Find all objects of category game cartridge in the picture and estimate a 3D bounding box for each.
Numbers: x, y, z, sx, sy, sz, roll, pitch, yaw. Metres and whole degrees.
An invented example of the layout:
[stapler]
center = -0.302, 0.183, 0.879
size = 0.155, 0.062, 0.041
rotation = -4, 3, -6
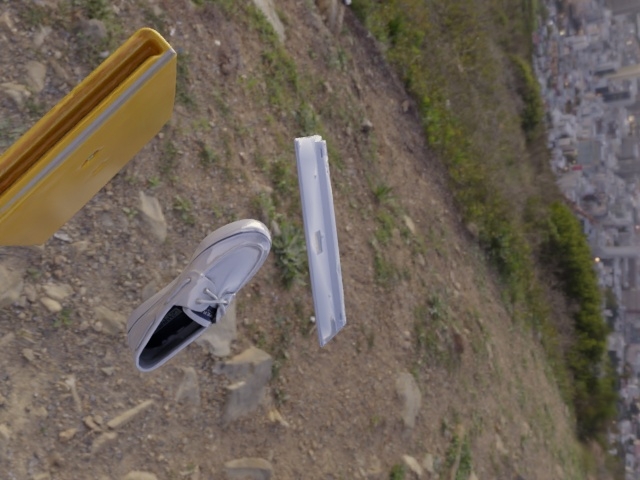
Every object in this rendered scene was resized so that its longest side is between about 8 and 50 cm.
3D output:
[game cartridge]
center = -0.299, -0.109, 0.743
size = 0.053, 0.324, 0.285
rotation = 45, 79, -11

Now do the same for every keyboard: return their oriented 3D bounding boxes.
[keyboard]
center = 0.000, 0.000, 0.728
size = 0.072, 0.014, 0.255
rotation = -25, 111, -57

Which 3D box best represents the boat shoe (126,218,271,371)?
[boat shoe]
center = -0.158, 0.081, 0.794
size = 0.095, 0.258, 0.084
rotation = 34, 18, -37
